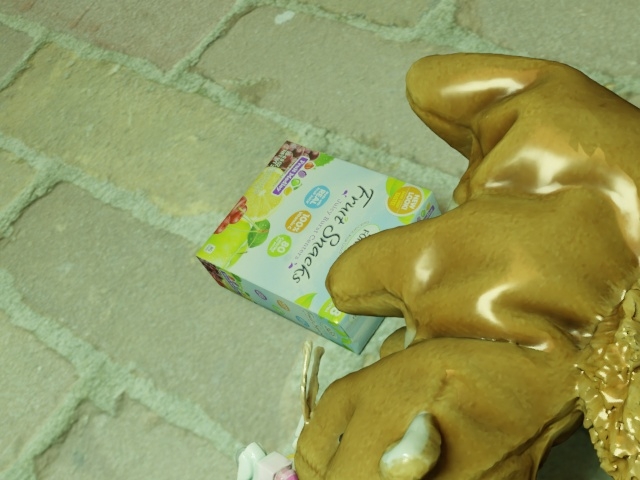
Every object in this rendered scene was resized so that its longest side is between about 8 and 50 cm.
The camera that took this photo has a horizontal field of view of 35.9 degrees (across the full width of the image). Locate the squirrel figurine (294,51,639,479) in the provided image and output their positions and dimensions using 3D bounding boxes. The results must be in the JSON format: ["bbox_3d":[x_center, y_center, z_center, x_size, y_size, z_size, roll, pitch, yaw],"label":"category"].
[{"bbox_3d":[0.173,0.080,0.685,0.397,0.281,0.370,8,42,33],"label":"squirrel figurine"}]

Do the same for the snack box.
[{"bbox_3d":[0.000,0.000,1.047,0.207,0.070,0.174,23,67,35],"label":"snack box"}]

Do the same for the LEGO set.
[{"bbox_3d":[0.048,0.185,0.860,0.107,0.132,0.287,34,42,28],"label":"LEGO set"}]
